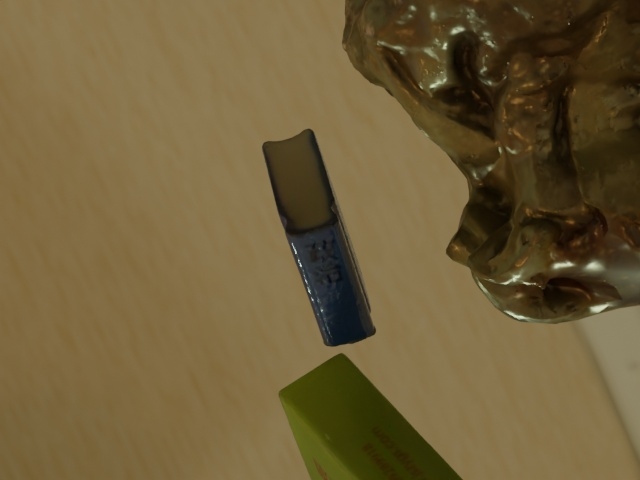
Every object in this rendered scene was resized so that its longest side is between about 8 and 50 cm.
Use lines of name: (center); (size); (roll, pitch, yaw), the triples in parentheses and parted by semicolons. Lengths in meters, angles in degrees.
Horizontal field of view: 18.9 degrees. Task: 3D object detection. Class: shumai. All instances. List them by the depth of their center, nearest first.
shumai: (0.091, -0.045, 0.742); (0.161, 0.153, 0.209); (-4, 167, 2)

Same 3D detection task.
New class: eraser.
eraser: (0.000, 0.000, 0.879); (0.027, 0.085, 0.063); (-18, -132, 1)

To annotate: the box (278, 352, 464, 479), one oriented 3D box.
box: (0.079, 0.224, 1.004); (0.047, 0.335, 0.187); (-33, -133, -14)
